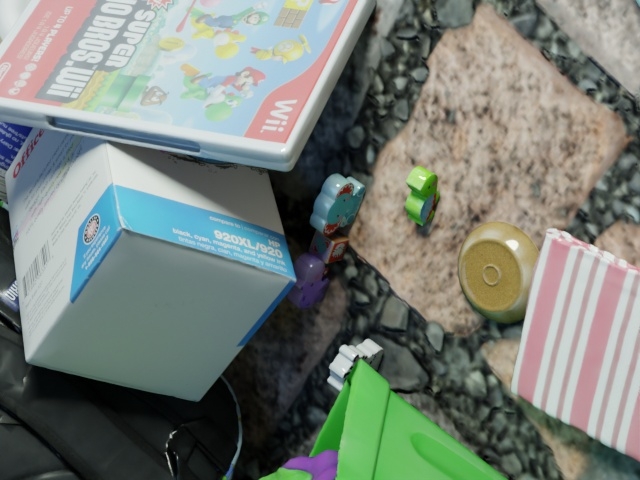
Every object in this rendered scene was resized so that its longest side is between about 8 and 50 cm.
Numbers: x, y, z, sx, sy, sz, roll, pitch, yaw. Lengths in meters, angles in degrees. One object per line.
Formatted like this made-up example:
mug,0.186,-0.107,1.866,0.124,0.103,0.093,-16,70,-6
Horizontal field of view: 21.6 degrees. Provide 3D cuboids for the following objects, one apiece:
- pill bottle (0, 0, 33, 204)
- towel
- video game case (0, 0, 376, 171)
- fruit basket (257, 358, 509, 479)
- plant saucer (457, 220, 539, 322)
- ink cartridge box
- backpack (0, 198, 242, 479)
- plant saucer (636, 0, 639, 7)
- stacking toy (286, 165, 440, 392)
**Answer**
pill bottle,-0.288,-0.112,1.580,0.265,0.153,0.153,-48,69,35
towel,0.237,0.090,1.271,0.197,0.029,0.144,27,115,36
video game case,-0.121,-0.156,1.367,0.285,0.204,0.025,11,141,19
fruit basket,-0.069,0.287,1.339,0.392,0.283,0.392,4,117,7
plant saucer,0.141,0.027,1.343,0.083,0.015,0.083,9,104,38
ink cartridge box,-0.150,-0.017,1.420,0.171,0.168,0.233,-51,37,33
backpack,-0.242,0.155,1.493,0.355,0.290,0.273,23,141,1
plant saucer,0.289,-0.221,1.171,0.192,0.018,0.067,-39,74,38
stacking toy,0.000,0.000,1.430,0.167,0.052,0.221,34,118,30
